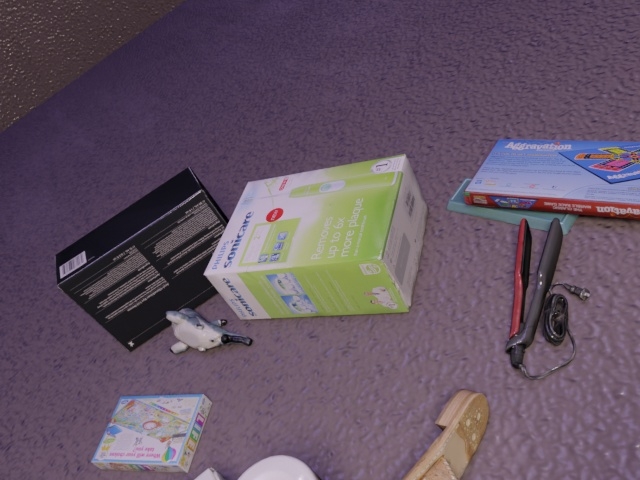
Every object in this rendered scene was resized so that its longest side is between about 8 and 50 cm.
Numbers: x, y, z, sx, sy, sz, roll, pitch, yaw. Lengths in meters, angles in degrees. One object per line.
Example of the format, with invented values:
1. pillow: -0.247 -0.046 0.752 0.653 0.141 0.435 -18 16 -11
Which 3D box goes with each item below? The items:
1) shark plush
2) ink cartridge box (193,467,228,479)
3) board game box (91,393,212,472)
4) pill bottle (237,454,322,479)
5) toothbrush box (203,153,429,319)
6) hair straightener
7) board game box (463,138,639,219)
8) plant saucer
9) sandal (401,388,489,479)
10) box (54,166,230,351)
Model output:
1. shark plush: -0.174 0.132 0.949 0.161 0.073 0.067 -5 15 35
2. ink cartridge box: -0.151 0.374 0.641 0.212 0.093 0.154 -39 40 -7
3. board game box: -0.237 0.269 0.860 0.154 0.026 0.103 -8 44 26
4. pill bottle: -0.012 0.284 0.585 0.094 0.169 0.094 -17 41 16
5. toothbrush box: 0.000 0.000 0.921 0.284 0.122 0.206 -7 44 29
6. hair straightener: 0.274 0.064 0.734 0.089 0.047 0.230 -3 47 31
7. board game box: 0.356 -0.089 0.840 0.282 0.027 0.145 9 46 37
8. plant saucer: 0.276 -0.055 0.884 0.192 0.018 0.067 16 58 44
9. sandal: 0.131 0.252 0.594 0.079 0.088 0.240 3 45 43
10. box: -0.265 0.033 1.006 0.261 0.184 0.103 -34 37 -4
